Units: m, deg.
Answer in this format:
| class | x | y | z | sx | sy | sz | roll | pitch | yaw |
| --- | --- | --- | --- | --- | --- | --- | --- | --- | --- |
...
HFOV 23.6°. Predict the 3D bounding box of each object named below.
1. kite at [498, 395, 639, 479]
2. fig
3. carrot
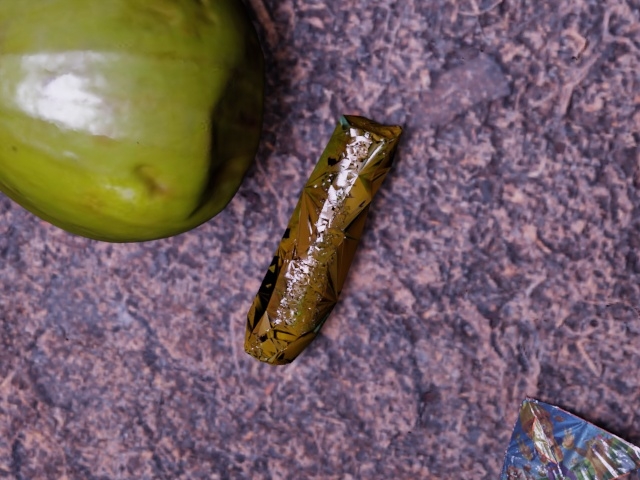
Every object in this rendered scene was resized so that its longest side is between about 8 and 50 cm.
| class | x | y | z | sx | sy | sz | roll | pitch | yaw |
| --- | --- | --- | --- | --- | --- | --- | --- | --- | --- |
| kite | 0.208 | 0.205 | 1.305 | 0.183 | 0.010 | 0.160 | -31 | 80 | 34 |
| fig | -0.181 | -0.115 | 1.186 | 0.271 | 0.239 | 0.239 | 2 | 107 | -24 |
| carrot | -0.001 | 0.000 | 1.285 | 0.069 | 0.069 | 0.229 | 25 | 105 | 2 |
